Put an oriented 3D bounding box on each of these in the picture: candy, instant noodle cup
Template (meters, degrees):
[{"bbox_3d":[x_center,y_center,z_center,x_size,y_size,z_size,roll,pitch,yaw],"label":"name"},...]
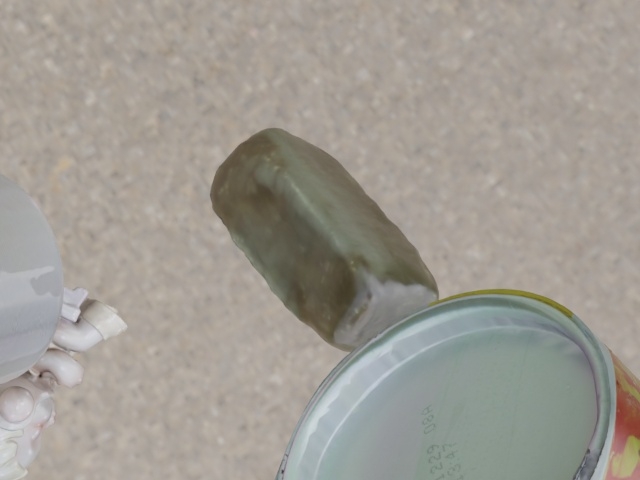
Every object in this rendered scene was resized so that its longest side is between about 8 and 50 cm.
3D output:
[{"bbox_3d":[0.000,0.000,1.538,0.104,0.234,0.102,6,128,-47],"label":"candy"},{"bbox_3d":[0.108,0.164,0.969,0.264,0.264,0.200,-37,126,4],"label":"instant noodle cup"}]

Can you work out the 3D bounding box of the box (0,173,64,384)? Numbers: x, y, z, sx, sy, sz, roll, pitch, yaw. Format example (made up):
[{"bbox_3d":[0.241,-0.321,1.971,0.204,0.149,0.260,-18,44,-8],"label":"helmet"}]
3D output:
[{"bbox_3d":[-0.348,0.035,1.353,0.206,0.291,0.262,-8,118,-55],"label":"box"}]

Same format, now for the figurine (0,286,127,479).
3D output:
[{"bbox_3d":[-0.329,0.156,1.854,0.144,0.182,0.257,33,80,-31],"label":"figurine"}]
